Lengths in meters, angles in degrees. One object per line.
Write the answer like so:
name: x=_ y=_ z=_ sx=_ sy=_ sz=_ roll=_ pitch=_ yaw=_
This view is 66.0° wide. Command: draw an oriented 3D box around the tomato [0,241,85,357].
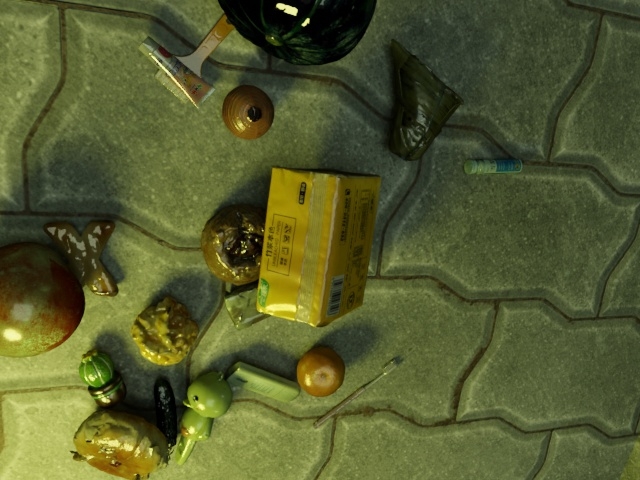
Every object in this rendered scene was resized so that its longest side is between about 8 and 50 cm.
tomato: x=-0.701 y=0.145 z=1.140 sx=0.269 sy=0.222 sz=0.271 roll=9 pitch=110 yaw=25

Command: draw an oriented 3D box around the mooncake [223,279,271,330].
mooncake: x=-0.207 y=0.184 z=1.429 sx=0.129 sy=0.073 sz=0.125 roll=-21 pitch=114 yaw=-10

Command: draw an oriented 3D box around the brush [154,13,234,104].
brush: x=-0.292 y=-0.480 z=1.241 sx=0.103 sy=0.013 sz=0.272 roll=41 pitch=89 yaw=-24

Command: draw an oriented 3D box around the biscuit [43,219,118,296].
biscuit: x=-0.610 y=0.050 z=1.267 sx=0.164 sy=0.047 sz=0.208 roll=-3 pitch=106 yaw=-19

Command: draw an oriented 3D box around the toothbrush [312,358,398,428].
toothbrush: x=0.117 y=0.516 z=1.663 sx=0.353 sy=0.024 sz=0.029 roll=-36 pitch=108 yaw=-6

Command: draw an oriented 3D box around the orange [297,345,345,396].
orange: x=0.002 y=0.409 z=1.542 sx=0.154 sy=0.134 sz=0.155 roll=0 pitch=87 yaw=-4

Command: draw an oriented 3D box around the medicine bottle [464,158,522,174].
medicine bottle: x=0.555 y=-0.237 z=1.578 sx=0.190 sy=0.051 sz=0.051 roll=-3 pitch=106 yaw=-18

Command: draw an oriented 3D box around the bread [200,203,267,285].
bread: x=-0.216 y=0.013 z=1.352 sx=0.229 sy=0.123 sz=0.230 roll=-5 pitch=108 yaw=-15

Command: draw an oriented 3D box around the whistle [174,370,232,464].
whistle: x=-0.363 y=0.508 z=1.431 sx=0.141 sy=0.141 sz=0.294 roll=38 pitch=85 yaw=-24

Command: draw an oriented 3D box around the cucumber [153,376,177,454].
cucumber: x=-0.454 y=0.515 z=1.447 sx=0.067 sy=0.067 sz=0.246 roll=-1 pitch=105 yaw=-19

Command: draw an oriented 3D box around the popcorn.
popcorn: x=-0.423 y=0.250 z=1.342 sx=0.179 sy=0.180 sz=0.170 roll=27 pitch=134 yaw=-24

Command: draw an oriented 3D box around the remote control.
remote control: x=-0.175 y=0.438 z=1.514 sx=0.233 sy=0.038 sz=0.098 roll=27 pitch=128 yaw=-24

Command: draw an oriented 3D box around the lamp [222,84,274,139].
lamp: x=-0.184 y=-0.327 z=1.258 sx=0.136 sy=0.136 sz=0.137 roll=-5 pitch=107 yaw=-17

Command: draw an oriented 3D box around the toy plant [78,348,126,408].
toy plant: x=-0.596 y=0.372 z=1.341 sx=0.092 sy=0.093 sz=0.163 roll=-23 pitch=108 yaw=-11

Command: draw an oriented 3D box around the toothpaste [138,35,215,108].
toothpaste: x=-0.355 y=-0.414 z=1.211 sx=0.194 sy=0.043 sz=0.067 roll=39 pitch=91 yaw=-29

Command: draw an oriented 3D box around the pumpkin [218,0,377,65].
pumpkin: x=-0.050 y=-0.562 z=1.116 sx=0.363 sy=0.363 sz=0.267 roll=21 pitch=85 yaw=-23

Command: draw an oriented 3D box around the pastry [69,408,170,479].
pastry: x=-0.549 y=0.566 z=1.352 sx=0.256 sy=0.121 sz=0.236 roll=-11 pitch=127 yaw=20

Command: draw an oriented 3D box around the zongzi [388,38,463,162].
zongzi: x=0.233 y=-0.384 z=1.387 sx=0.274 sy=0.125 sz=0.251 roll=36 pitch=85 yaw=-22

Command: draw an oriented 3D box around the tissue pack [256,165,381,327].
tissue pack: x=0.000 y=0.000 z=1.307 sx=0.293 sy=0.228 sz=0.383 roll=-12 pitch=113 yaw=-59
